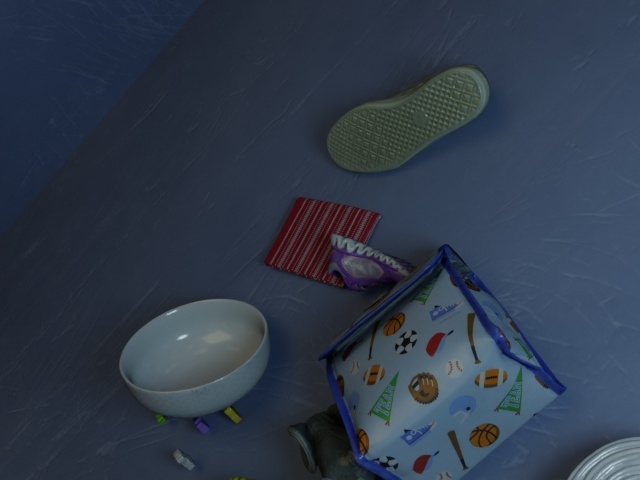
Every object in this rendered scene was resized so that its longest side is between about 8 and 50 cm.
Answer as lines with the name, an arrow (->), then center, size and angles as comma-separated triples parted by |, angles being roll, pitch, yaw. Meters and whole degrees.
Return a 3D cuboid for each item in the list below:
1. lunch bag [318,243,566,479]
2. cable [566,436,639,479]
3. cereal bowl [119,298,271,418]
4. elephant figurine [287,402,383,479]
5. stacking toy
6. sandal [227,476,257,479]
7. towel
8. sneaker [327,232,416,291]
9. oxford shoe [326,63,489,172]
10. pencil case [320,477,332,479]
lunch bag -> 0.181, 0.203, 1.357 | 0.328, 0.239, 0.385 | -43, 28, 13
cable -> 0.459, 0.401, 1.041 | 0.257, 0.089, 0.257 | -25, 47, 9
cereal bowl -> -0.270, 0.282, 1.707 | 0.339, 0.141, 0.339 | -10, 28, 6
elephant figurine -> 0.015, 0.380, 1.409 | 0.239, 0.169, 0.186 | 45, 115, 40
stacking toy -> -0.288, 0.408, 1.760 | 0.167, 0.052, 0.221 | -45, 35, -4
sandal -> -0.082, 0.544, 1.443 | 0.317, 0.126, 0.138 | 5, 72, 45
towel -> 0.000, 0.000, 1.787 | 0.275, 0.031, 0.198 | 14, 72, 44
sneaker -> 0.106, 0.067, 1.603 | 0.236, 0.095, 0.104 | 22, 91, 37
oxford shoe -> 0.202, -0.274, 1.726 | 0.449, 0.169, 0.130 | -22, 9, 40
pencil case -> 0.050, 0.489, 1.273 | 0.104, 0.236, 0.104 | -24, 42, 24
